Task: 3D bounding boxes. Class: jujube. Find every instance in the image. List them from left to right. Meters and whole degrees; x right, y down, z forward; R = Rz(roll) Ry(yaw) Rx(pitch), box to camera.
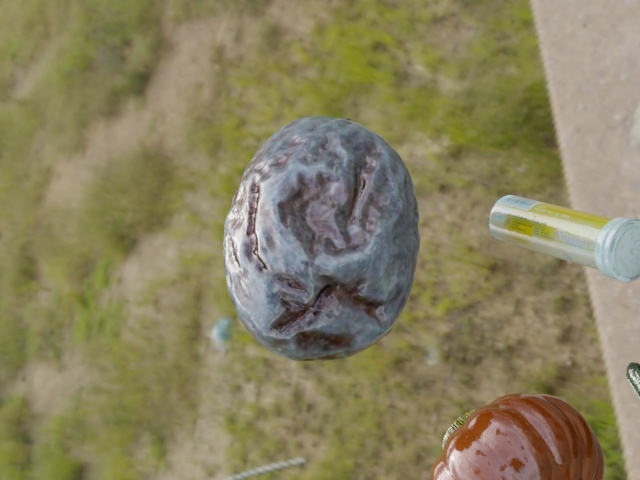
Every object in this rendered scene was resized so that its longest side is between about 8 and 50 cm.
[{"bbox_3d":[0.000,0.006,1.599,0.215,0.246,0.308,115,177,-53],"label":"jujube"}]

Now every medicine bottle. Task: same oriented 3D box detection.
[{"bbox_3d":[0.294,-0.008,1.547,0.218,0.074,0.074,20,92,56],"label":"medicine bottle"}]

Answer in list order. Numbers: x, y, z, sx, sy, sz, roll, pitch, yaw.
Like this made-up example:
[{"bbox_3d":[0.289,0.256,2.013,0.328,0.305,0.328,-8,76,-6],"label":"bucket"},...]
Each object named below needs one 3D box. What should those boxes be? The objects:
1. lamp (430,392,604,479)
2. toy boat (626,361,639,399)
[{"bbox_3d":[0.231,0.283,1.521,0.196,0.223,0.223,42,111,40],"label":"lamp"},{"bbox_3d":[0.433,0.181,1.527,0.104,0.052,0.210,-33,30,10],"label":"toy boat"}]
